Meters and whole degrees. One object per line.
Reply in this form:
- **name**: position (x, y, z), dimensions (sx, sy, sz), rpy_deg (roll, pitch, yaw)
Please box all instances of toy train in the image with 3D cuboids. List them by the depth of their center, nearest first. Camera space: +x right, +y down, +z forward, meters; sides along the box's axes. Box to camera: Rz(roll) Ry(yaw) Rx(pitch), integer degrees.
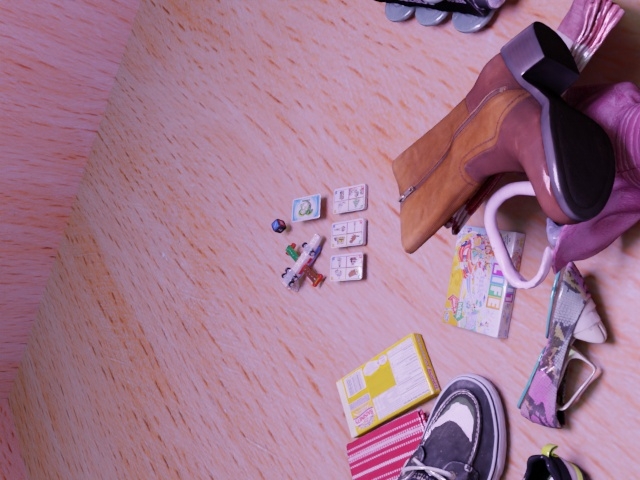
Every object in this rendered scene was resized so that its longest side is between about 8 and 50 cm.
- **toy train**: position (0.185, -0.459, 1.086), dimensions (0.334, 0.142, 0.190), rpy_deg (32, 98, 48)

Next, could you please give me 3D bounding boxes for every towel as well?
- **towel**: position (0.265, -0.177, 0.890), dimensions (0.329, 0.037, 0.237), rpy_deg (-58, 0, 26)
- **towel**: position (0.137, 0.427, 1.044), dimensions (0.199, 0.031, 0.274), rpy_deg (-40, 54, 39)

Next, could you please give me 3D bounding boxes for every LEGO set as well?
- **LEGO set**: position (0.000, 0.000, 1.298), dimensions (0.244, 0.060, 0.182), rpy_deg (-9, 72, 40)

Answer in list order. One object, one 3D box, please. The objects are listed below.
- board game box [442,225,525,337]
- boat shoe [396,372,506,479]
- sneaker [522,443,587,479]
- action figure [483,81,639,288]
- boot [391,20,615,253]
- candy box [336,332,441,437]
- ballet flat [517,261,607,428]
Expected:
- **board game box**: position (0.241, 0.058, 0.993), dimensions (0.103, 0.026, 0.154), rpy_deg (10, 91, 50)
- **boat shoe**: position (0.166, 0.346, 0.921), dimensions (0.121, 0.119, 0.335), rpy_deg (11, 81, 38)
- **sneaker**: position (0.249, 0.364, 0.814), dimensions (0.084, 0.097, 0.234), rpy_deg (-3, 57, 53)
- **action figure**: position (0.342, -0.104, 0.688), dimensions (0.248, 0.276, 0.370), rpy_deg (64, 168, -2)
- **boot**: position (0.170, -0.068, 0.749), dimensions (0.280, 0.096, 0.264), rpy_deg (-44, 42, 43)
- **candy box**: position (0.108, 0.246, 1.117), dimensions (0.206, 0.027, 0.105), rpy_deg (-41, 56, 38)
- **ballet flat**: position (0.319, 0.139, 0.857), dimensions (0.079, 0.077, 0.221), rpy_deg (19, 103, 32)
